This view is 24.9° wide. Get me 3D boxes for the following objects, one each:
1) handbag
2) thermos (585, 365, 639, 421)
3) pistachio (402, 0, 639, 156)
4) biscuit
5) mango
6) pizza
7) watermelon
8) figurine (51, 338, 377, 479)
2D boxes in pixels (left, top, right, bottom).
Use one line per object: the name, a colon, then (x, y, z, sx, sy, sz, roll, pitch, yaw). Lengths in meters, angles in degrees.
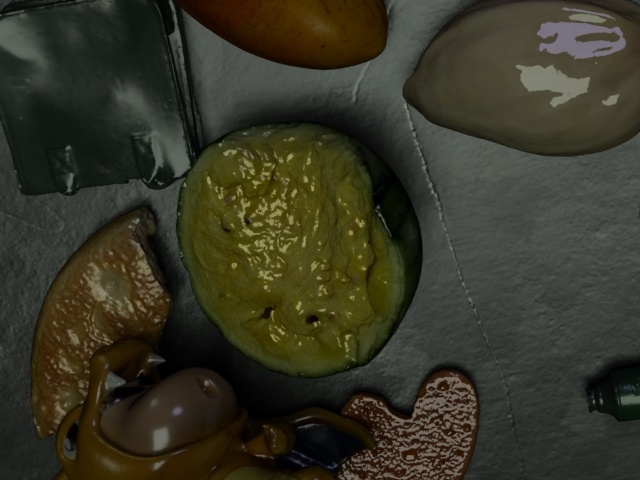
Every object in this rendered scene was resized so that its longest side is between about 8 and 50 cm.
handbag: (-0.289, -0.186, 1.847, 0.248, 0.079, 0.260, -7, 108, 9)
thermos: (0.441, 0.194, 1.892, 0.188, 0.083, 0.073, -9, 83, 10)
pistachio: (0.260, -0.199, 1.734, 0.332, 0.207, 0.226, -1, 150, 13)
biscuit: (0.115, 0.252, 1.954, 0.192, 0.036, 0.186, 9, 104, 3)
mango: (-0.067, -0.316, 1.720, 0.350, 0.201, 0.199, 36, 77, -20)
pizza: (-0.289, 0.123, 1.938, 0.182, 0.074, 0.365, 20, 107, 2)
watermelon: (0.000, 0.000, 1.808, 0.331, 0.189, 0.330, 20, 123, 33)
figurine: (-0.158, 0.338, 1.820, 0.387, 0.268, 0.401, 26, 80, 18)
